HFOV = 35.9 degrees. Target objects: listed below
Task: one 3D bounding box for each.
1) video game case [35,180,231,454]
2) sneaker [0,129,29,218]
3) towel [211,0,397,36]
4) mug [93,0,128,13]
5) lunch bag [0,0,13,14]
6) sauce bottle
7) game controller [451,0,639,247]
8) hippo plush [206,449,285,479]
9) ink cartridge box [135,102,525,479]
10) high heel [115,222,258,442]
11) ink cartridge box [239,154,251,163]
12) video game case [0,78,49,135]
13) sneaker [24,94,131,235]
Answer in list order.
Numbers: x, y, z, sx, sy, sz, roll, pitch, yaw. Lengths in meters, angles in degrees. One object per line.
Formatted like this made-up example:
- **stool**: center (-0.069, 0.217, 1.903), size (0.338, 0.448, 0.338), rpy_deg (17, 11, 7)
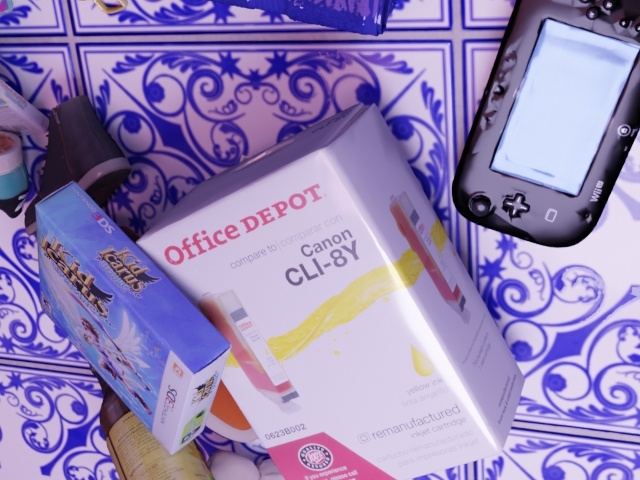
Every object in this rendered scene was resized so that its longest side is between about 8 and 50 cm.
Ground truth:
- **video game case**: center (-0.231, 0.099, 1.164), size (0.269, 0.061, 0.244), rpy_deg (44, 147, 14)
- **sneaker**: center (-0.539, -0.081, 1.313), size (0.302, 0.108, 0.121), rpy_deg (4, 123, 5)
- **towel**: center (-0.052, -0.362, 1.070), size (0.308, 0.076, 0.228), rpy_deg (15, 111, 15)
- **mug**: center (-0.274, -0.309, 1.185), size (0.064, 0.062, 0.078), rpy_deg (-8, 104, 33)
- **lunch bag**: center (-0.502, -0.370, 1.149), size (0.160, 0.223, 0.262), rpy_deg (-5, 111, 17)
- **sauce bottle**: center (-0.225, 0.260, 1.301), size (0.344, 0.111, 0.111), rpy_deg (55, 132, 41)
- **game controller**: center (0.256, -0.142, 1.048), size (0.166, 0.067, 0.319), rpy_deg (22, 120, 11)
- **hippo plush**: center (-0.128, 0.445, 1.425), size (0.236, 0.234, 0.294), rpy_deg (-25, 87, 60)
- **ink cartridge box**: center (0.015, 0.081, 1.127), size (0.279, 0.160, 0.385), rpy_deg (-24, 103, 30)
- **high heel**: center (-0.213, 0.122, 1.361), size (0.181, 0.127, 0.377), rpy_deg (2, 127, 57)
- **ink cartridge box**: center (0.000, 0.000, 1.221), size (0.235, 0.056, 0.171), rpy_deg (23, 120, 12)
- **video game case**: center (-0.503, -0.187, 1.274), size (0.227, 0.026, 0.206), rpy_deg (-2, 156, 23)
- **sneaker**: center (-0.337, -0.095, 1.310), size (0.222, 0.083, 0.118), rpy_deg (-33, 79, 38)
